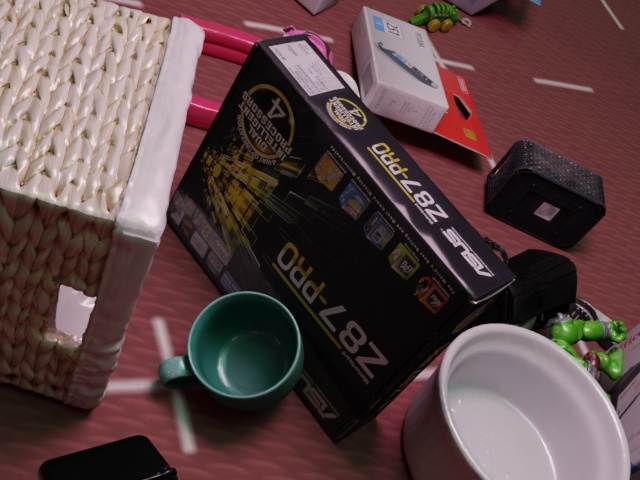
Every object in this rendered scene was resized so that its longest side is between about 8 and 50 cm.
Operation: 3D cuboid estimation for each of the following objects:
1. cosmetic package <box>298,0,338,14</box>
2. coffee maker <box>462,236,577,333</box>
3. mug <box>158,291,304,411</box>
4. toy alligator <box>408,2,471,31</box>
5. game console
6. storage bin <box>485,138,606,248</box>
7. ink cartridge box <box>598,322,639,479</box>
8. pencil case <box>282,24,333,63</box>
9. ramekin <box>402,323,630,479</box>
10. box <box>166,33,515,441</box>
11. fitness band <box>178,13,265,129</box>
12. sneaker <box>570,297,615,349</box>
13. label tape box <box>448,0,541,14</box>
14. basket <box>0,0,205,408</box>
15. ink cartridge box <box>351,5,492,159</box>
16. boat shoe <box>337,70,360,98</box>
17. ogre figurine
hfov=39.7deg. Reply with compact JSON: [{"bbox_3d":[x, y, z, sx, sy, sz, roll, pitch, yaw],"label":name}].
[{"bbox_3d":[-0.013,-0.651,1.605,0.284,0.377,0.097,41,42,6],"label":"cosmetic package"},{"bbox_3d":[0.298,0.071,1.310,0.178,0.171,0.120,-18,47,-43],"label":"coffee maker"},{"bbox_3d":[-0.097,0.133,1.050,0.158,0.097,0.129,14,69,10],"label":"mug"},{"bbox_3d":[0.263,-0.475,1.861,0.190,0.051,0.056,-12,60,-38],"label":"toy alligator"},{"bbox_3d":[-0.216,0.271,0.926,0.122,0.071,0.107,-9,88,-36],"label":"game console"},{"bbox_3d":[0.388,-0.078,1.533,0.180,0.122,0.084,25,43,-11],"label":"storage bin"},{"bbox_3d":[0.500,0.235,1.249,0.129,0.223,0.307,33,42,-2],"label":"ink cartridge box"},{"bbox_3d":[-0.053,-0.242,1.360,0.098,0.095,0.209,58,33,-31],"label":"pencil case"},{"bbox_3d":[0.240,0.257,1.132,0.277,0.135,0.277,18,45,-18],"label":"ramekin"},{"bbox_3d":[0.000,0.000,1.077,0.097,0.318,0.395,-23,68,-43],"label":"box"},{"bbox_3d":[-0.156,-0.255,1.408,0.291,0.054,0.209,11,50,-23],"label":"fitness band"},{"bbox_3d":[0.453,0.135,1.452,0.109,0.040,0.044,46,27,7],"label":"sneaker"},{"bbox_3d":[0.335,-0.625,2.000,0.334,0.106,0.240,29,42,-7],"label":"label tape box"},{"bbox_3d":[-0.302,-0.053,0.937,0.266,0.328,0.331,15,47,-15],"label":"basket"},{"bbox_3d":[0.192,-0.294,1.615,0.261,0.066,0.296,18,36,-17],"label":"ink cartridge box"},{"bbox_3d":[0.032,-0.199,1.437,0.098,0.096,0.277,21,44,-14],"label":"boat shoe"},{"bbox_3d":[0.371,0.188,1.286,0.118,0.197,0.097,29,0,-9],"label":"ogre figurine"}]
